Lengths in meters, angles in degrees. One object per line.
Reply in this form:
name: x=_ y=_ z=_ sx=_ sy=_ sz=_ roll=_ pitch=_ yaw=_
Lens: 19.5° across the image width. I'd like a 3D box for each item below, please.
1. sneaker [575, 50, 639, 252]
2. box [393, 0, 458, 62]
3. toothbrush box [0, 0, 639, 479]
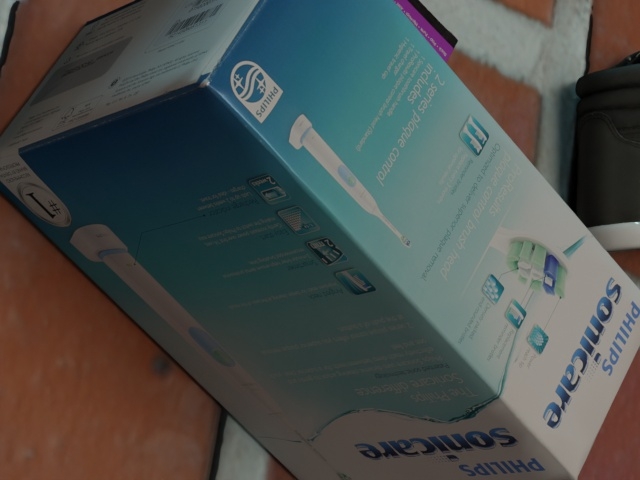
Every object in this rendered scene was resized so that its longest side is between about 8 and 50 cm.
sneaker: x=0.295 y=-0.073 z=1.327 sx=0.295 sy=0.104 sz=0.147 roll=-5 pitch=89 yaw=-36
box: x=0.011 y=-0.102 z=1.148 sx=0.116 sy=0.029 sz=0.162 roll=44 pitch=55 yaw=-24
toothbrush box: x=0.000 y=0.000 z=0.994 sx=0.295 sy=0.216 sz=0.126 roll=47 pitch=55 yaw=-22
